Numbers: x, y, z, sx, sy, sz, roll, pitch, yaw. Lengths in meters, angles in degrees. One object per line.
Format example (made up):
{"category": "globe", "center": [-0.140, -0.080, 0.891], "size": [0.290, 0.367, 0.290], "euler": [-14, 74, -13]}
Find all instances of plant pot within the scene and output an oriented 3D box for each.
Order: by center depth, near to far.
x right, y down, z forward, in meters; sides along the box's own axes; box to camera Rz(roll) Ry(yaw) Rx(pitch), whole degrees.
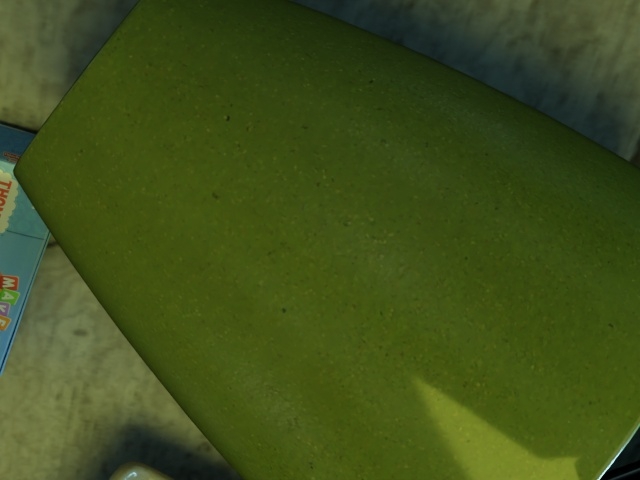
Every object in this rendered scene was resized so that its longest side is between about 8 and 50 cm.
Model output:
{"category": "plant pot", "center": [0.000, 0.000, 0.809], "size": [0.293, 0.275, 0.275], "euler": [38, 118, -7]}

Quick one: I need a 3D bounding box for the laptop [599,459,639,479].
{"category": "laptop", "center": [0.244, 0.247, 0.982], "size": [0.382, 0.236, 0.408], "euler": [-23, 117, 15]}

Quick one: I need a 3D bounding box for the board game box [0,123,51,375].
{"category": "board game box", "center": [-0.265, -0.014, 0.899], "size": [0.212, 0.039, 0.160], "euler": [17, 124, -13]}

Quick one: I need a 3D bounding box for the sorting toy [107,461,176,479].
{"category": "sorting toy", "center": [-0.090, 0.267, 1.020], "size": [0.208, 0.038, 0.193], "euler": [30, 98, -18]}
